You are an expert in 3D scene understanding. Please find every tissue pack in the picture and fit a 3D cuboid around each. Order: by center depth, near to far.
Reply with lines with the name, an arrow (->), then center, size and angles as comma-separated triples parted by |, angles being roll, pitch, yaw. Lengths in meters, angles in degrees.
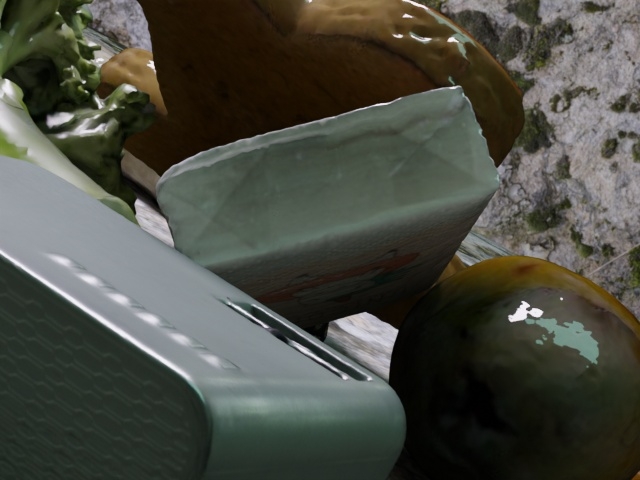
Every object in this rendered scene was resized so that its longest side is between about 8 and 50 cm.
tissue pack -> 0.000, 0.000, 0.916 | 0.325, 0.170, 0.071 | 99, -26, -79

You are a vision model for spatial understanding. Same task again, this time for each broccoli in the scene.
broccoli -> -0.257, -0.111, 0.949 | 0.353, 0.274, 0.397 | 19, 25, -11

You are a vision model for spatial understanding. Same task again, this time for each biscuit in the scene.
biscuit -> -0.024, -0.099, 1.150 | 0.368, 0.076, 0.394 | 32, -24, 15

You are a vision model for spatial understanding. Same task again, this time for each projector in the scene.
projector -> -0.111, 0.052, 0.656 | 0.250, 0.108, 0.198 | 30, 8, 22

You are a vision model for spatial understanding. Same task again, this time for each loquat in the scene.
loquat -> 0.136, 0.098, 1.014 | 0.179, 0.179, 0.227 | 28, 4, -7

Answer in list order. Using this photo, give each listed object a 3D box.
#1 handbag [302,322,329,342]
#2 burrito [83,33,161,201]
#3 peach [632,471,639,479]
handbag -> -0.062, 0.034, 1.165 | 0.115, 0.072, 0.139 | 32, 21, 30
burrito -> -0.149, -0.091, 1.514 | 0.348, 0.107, 0.175 | 34, -7, 20
peach -> 0.330, 0.177, 1.397 | 0.138, 0.138, 0.138 | 29, 7, -4
